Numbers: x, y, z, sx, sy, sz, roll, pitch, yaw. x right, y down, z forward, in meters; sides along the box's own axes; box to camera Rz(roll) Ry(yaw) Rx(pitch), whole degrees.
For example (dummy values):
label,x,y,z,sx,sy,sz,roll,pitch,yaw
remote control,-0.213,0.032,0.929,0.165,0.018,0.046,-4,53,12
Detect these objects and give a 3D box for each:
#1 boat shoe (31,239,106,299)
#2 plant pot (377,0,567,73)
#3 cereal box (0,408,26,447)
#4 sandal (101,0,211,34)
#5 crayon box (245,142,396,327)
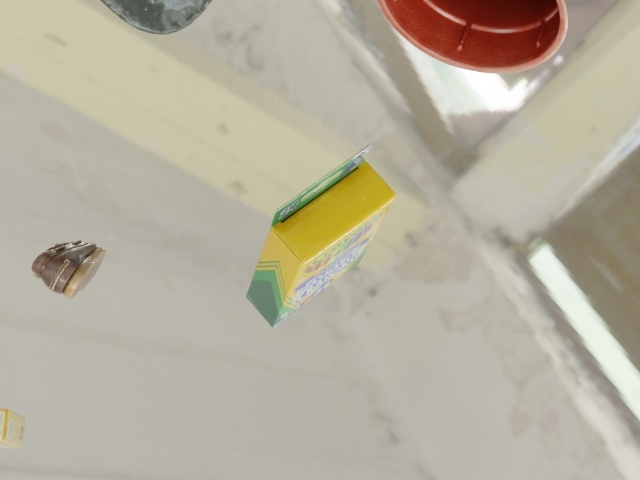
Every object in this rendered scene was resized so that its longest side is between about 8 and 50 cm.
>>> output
label,x,y,z,sx,sy,sz,roll,pitch,yaw
boat shoe,-0.348,0.031,1.795,0.073,0.073,0.207,29,-179,-2
plant pot,0.246,-0.421,1.800,0.272,0.272,0.265,37,-121,-22
cereal box,-0.502,0.226,1.623,0.240,0.047,0.173,6,169,-5
sandal,-0.287,-0.380,1.344,0.445,0.167,0.107,34,-167,-22
crayon box,0.000,0.000,2.067,0.083,0.203,0.323,48,155,13
